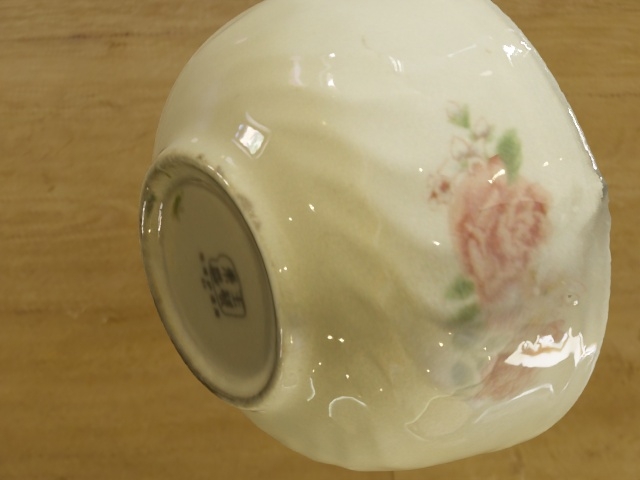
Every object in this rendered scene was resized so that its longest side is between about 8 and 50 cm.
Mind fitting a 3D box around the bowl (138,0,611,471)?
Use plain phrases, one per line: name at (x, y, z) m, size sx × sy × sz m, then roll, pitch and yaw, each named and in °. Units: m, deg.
bowl at (0.000, 0.000, 0.691) m, size 0.145 × 0.277 × 0.277 m, roll -18°, pitch 109°, yaw -31°
